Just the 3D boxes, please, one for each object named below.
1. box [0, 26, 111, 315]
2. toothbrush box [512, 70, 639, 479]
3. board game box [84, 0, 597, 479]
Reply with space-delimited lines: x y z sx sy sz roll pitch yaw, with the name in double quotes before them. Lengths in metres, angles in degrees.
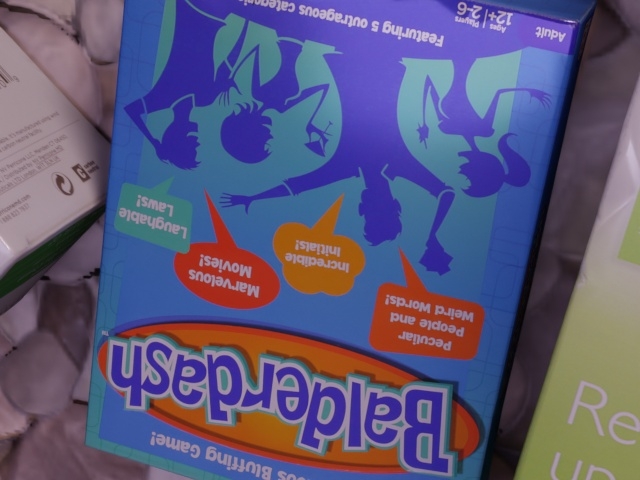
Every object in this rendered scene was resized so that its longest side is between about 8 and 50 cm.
"box" -0.148 -0.020 0.518 0.102 0.101 0.087 48 116 -2
"toothbrush box" 0.184 0.015 0.411 0.206 0.122 0.283 18 112 11
"board game box" 0.000 0.000 0.507 0.160 0.047 0.210 14 113 13
